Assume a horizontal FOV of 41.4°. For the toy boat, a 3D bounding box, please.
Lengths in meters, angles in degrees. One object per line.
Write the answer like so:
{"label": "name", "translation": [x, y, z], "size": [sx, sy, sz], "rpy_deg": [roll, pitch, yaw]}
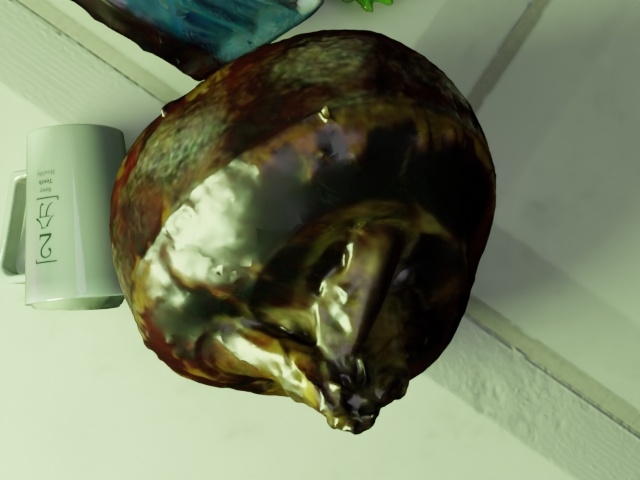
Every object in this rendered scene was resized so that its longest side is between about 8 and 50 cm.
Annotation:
{"label": "toy boat", "translation": [-0.135, -0.221, 0.520], "size": [0.309, 0.129, 0.142], "rpy_deg": [33, 100, -4]}

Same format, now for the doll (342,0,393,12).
{"label": "doll", "translation": [-0.004, -0.239, 0.574], "size": [0.115, 0.050, 0.190], "rpy_deg": [-32, 93, 2]}

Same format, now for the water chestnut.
{"label": "water chestnut", "translation": [0.000, 0.000, 0.483], "size": [0.223, 0.238, 0.224], "rpy_deg": [-12, 131, -14]}

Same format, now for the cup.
{"label": "cup", "translation": [-0.167, -0.010, 0.550], "size": [0.104, 0.074, 0.116], "rpy_deg": [-8, 85, 24]}
